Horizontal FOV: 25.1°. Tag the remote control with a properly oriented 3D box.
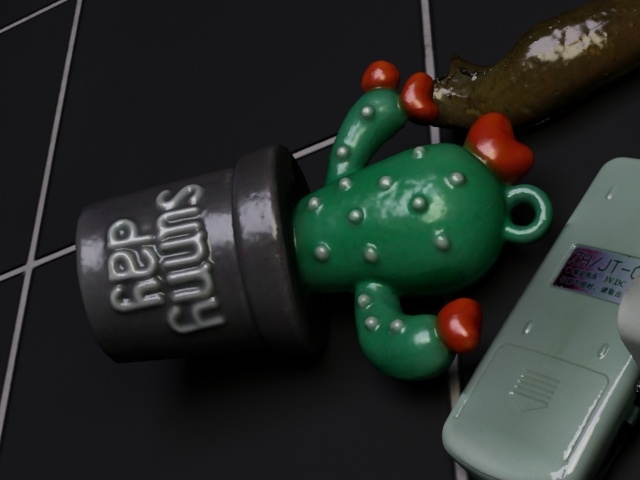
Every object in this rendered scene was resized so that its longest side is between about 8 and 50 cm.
[{"bbox_3d":[0.213,0.067,1.102,0.140,0.056,0.296,14,64,47],"label":"remote control"}]

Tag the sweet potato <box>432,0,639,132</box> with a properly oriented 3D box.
[{"bbox_3d":[0.223,-0.174,1.296,0.286,0.085,0.112,-29,36,12],"label":"sweet potato"}]

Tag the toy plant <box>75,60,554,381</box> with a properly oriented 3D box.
[{"bbox_3d":[0.000,0.009,1.230,0.400,0.185,0.279,-11,39,8],"label":"toy plant"}]

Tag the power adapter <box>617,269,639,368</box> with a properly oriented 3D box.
[{"bbox_3d":[0.326,0.064,0.961,0.205,0.125,0.130,19,65,47],"label":"power adapter"}]
